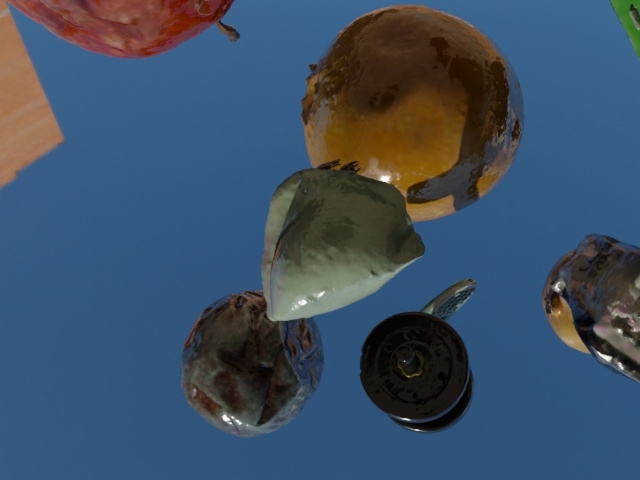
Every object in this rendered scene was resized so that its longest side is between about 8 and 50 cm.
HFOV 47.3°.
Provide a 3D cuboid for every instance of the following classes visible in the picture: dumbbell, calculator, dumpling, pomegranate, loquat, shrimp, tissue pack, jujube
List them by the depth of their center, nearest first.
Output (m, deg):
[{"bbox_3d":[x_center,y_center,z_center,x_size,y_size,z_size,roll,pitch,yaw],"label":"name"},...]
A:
[{"bbox_3d":[0.403,0.128,0.757,0.332,0.245,0.123,35,-83,2],"label":"tissue pack"},{"bbox_3d":[0.008,0.007,0.808,0.217,0.105,0.149,-34,-129,25],"label":"dumpling"},{"bbox_3d":[0.004,-0.065,0.820,0.038,0.092,0.029,22,-139,-36],"label":"shrimp"},{"bbox_3d":[0.136,0.186,1.005,0.143,0.325,0.143,-5,-111,12],"label":"dumbbell"},{"bbox_3d":[0.132,-0.184,1.086,0.329,0.328,0.328,0,-124,0],"label":"loquat"},{"bbox_3d":[0.179,0.108,1.110,0.095,0.153,0.021,-6,-124,-47],"label":"calculator"},{"bbox_3d":[0.468,0.099,1.239,0.191,0.191,0.191,0,-124,0],"label":"pomegranate"},{"bbox_3d":[-0.119,0.208,1.255,0.216,0.308,0.246,-14,-101,15],"label":"jujube"}]

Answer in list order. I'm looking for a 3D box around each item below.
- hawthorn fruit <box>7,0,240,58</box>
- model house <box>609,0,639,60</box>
[{"bbox_3d":[-0.141,-0.238,0.558,0.242,0.271,0.241,-10,-119,19],"label":"hawthorn fruit"},{"bbox_3d":[0.658,-0.360,1.131,0.313,0.242,0.357,-34,-84,-33],"label":"model house"}]
